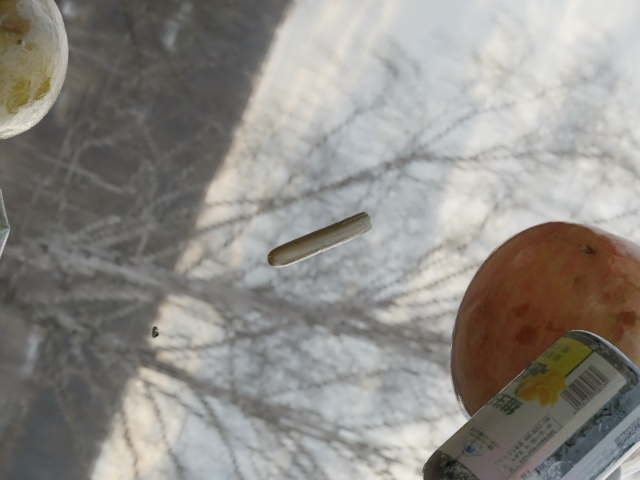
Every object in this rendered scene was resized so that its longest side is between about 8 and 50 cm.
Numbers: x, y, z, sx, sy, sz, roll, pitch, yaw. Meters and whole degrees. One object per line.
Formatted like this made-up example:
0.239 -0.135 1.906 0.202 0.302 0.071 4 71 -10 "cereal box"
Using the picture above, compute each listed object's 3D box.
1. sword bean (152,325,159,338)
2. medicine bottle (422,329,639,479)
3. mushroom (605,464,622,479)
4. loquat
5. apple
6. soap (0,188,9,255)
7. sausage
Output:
-0.226 0.124 2.034 0.083 0.012 0.012 -154 -95 -85 "sword bean"
0.208 0.233 1.544 0.293 0.141 0.141 -41 -177 -15 "medicine bottle"
0.308 0.263 1.740 0.085 0.085 0.079 -122 -167 -77 "mushroom"
-0.382 -0.208 1.629 0.213 0.213 0.213 -159 -90 -80 "loquat"
0.367 0.169 2.140 0.346 0.391 0.391 -63 -170 -4 "apple"
-0.397 0.022 1.433 0.182 0.138 0.199 -65 -161 6 "soap"
0.000 0.000 1.536 0.132 0.024 0.024 -23 159 -35 "sausage"
